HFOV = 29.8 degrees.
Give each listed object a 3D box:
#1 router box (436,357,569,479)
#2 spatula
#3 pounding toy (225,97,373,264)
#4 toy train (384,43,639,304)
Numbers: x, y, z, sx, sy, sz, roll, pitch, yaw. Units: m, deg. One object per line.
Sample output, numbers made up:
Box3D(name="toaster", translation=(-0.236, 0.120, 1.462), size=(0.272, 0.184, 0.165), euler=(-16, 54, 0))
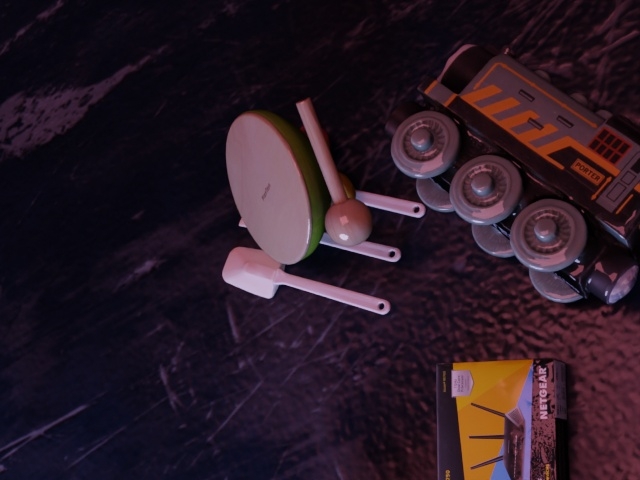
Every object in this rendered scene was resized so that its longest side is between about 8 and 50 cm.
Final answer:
Box3D(name="router box", translation=(0.191, 0.217, 1.261), size=(0.133, 0.046, 0.178), euler=(-7, 76, 28))
Box3D(name="spatula", translation=(0.000, 0.000, 1.436), size=(0.242, 0.019, 0.168), euler=(15, 81, 30))
Box3D(name="pounding toy", translation=(-0.007, -0.077, 1.382), size=(0.237, 0.110, 0.183), euler=(-7, 102, 61))
Box3D(name="toy train", translation=(0.223, -0.077, 1.268), size=(0.190, 0.142, 0.334), euler=(-48, 59, -2))
